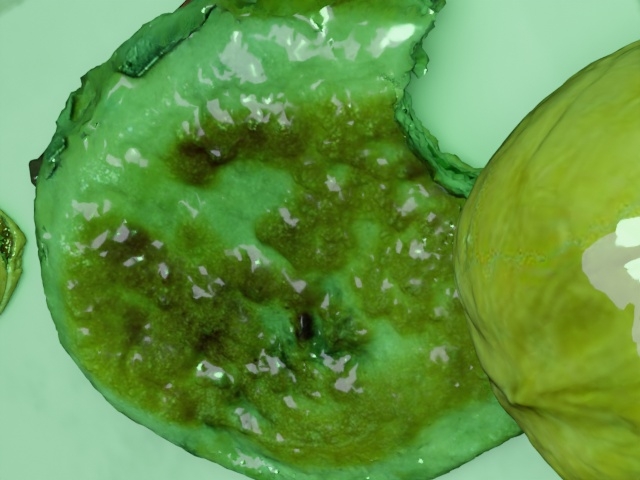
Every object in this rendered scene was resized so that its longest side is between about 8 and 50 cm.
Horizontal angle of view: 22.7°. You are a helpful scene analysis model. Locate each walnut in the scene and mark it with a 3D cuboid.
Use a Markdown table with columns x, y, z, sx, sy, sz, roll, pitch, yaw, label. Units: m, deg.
| x | y | z | sx | sy | sz | roll | pitch | yaw | label |
| --- | --- | --- | --- | --- | --- | --- | --- | --- | --- |
| 0.164 | 0.010 | 0.666 | 0.195 | 0.222 | 0.195 | 50 | 157 | 31 | walnut |

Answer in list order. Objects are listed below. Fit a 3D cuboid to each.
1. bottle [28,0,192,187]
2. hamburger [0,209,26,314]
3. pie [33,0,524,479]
| x | y | z | sx | sy | sz | roll | pitch | yaw | label |
| --- | --- | --- | --- | --- | --- | --- | --- | --- | --- |
| -0.091 | -0.069 | 0.852 | 0.164 | 0.060 | 0.060 | -39 | 87 | 29 | bottle |
| -0.215 | 0.013 | 0.940 | 0.076 | 0.044 | 0.083 | 29 | 118 | 16 | hamburger |
| -0.006 | 0.005 | 0.806 | 0.302 | 0.067 | 0.302 | 6 | 119 | 11 | pie |
